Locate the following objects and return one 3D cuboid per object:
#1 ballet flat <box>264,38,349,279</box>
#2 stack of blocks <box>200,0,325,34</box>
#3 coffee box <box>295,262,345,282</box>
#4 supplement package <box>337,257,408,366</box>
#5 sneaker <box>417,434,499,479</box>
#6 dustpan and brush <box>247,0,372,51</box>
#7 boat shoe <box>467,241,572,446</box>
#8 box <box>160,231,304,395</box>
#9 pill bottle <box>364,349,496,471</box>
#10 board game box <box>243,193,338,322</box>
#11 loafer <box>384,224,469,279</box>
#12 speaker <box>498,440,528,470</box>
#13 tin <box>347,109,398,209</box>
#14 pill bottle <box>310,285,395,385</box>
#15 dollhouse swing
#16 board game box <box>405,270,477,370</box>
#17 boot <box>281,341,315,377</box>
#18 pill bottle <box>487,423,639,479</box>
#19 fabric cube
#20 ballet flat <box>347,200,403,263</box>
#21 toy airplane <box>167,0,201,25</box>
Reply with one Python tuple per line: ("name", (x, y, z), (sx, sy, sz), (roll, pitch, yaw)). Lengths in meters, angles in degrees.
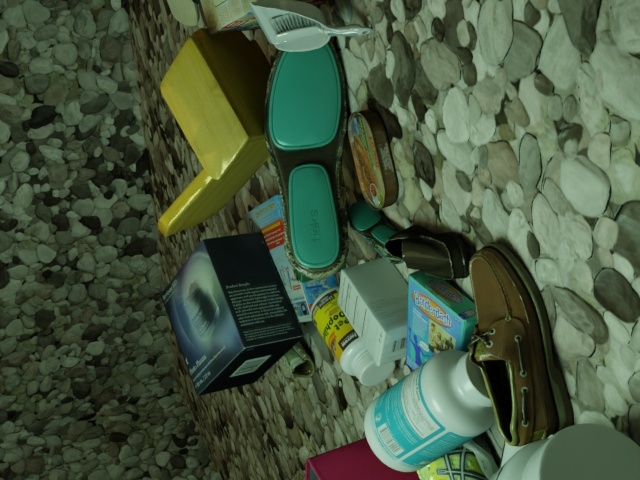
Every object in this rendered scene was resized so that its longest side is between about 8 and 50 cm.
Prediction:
("ballet flat", (-0.024, -0.162, 1.832), (0.182, 0.164, 0.482), (75, -169, -89))
("stack of blocks", (-0.075, -0.480, 1.734), (0.297, 0.171, 0.087), (-11, 95, 51))
("coffee box", (0.000, 0.000, 1.985), (0.040, 0.113, 0.184), (51, 151, 44))
("supplement package", (0.120, 0.135, 1.781), (0.105, 0.105, 0.179), (95, 151, -44))
("sneaker", (0.238, 0.431, 1.615), (0.385, 0.147, 0.145), (44, 145, 47))
("dustpan and brush", (-0.011, -0.385, 1.662), (0.147, 0.211, 0.060), (53, -147, -65))
("boat shoe", (0.280, 0.155, 1.384), (0.111, 0.105, 0.307), (136, 116, -67))
("box", (-0.228, 0.181, 2.258), (0.296, 0.183, 0.294), (-47, 58, 46))
("pill bottle", (0.198, 0.275, 1.527), (0.264, 0.146, 0.146), (-45, 61, 44))
("board game box", (-0.071, 0.048, 2.239), (0.308, 0.086, 0.301), (160, 95, -70))
("loafer", (0.181, 0.028, 1.584), (0.220, 0.078, 0.080), (-163, 59, -66))
("speaker", (0.322, 0.353, 1.494), (0.055, 0.055, 0.136), (-128, 29, -46))
("tin", (0.099, -0.152, 1.726), (0.106, 0.040, 0.189), (-170, 65, -72))
("pill bottle", (0.071, 0.203, 1.940), (0.215, 0.117, 0.117), (55, 152, 42))
("dollhouse swing", (-0.246, -0.229, 1.935), (0.315, 0.305, 0.347), (60, -159, -2))
("board game box", (0.217, 0.175, 1.626), (0.160, 0.047, 0.210), (42, 144, 45))
("boot", (-0.101, 0.267, 2.402), (0.165, 0.077, 0.213), (54, -174, 39))
("pill bottle", (0.325, 0.405, 1.310), (0.361, 0.204, 0.204), (108, 141, -57))
("fabric cube", (0.136, 0.559, 1.839), (0.254, 0.258, 0.259), (-125, 28, -43))
("ballet flat", (0.109, -0.010, 1.772), (0.188, 0.070, 0.070), (-129, 30, -53))
("toy airplane", (-0.342, -0.713, 2.125), (0.384, 0.272, 0.386), (45, 149, -13))
